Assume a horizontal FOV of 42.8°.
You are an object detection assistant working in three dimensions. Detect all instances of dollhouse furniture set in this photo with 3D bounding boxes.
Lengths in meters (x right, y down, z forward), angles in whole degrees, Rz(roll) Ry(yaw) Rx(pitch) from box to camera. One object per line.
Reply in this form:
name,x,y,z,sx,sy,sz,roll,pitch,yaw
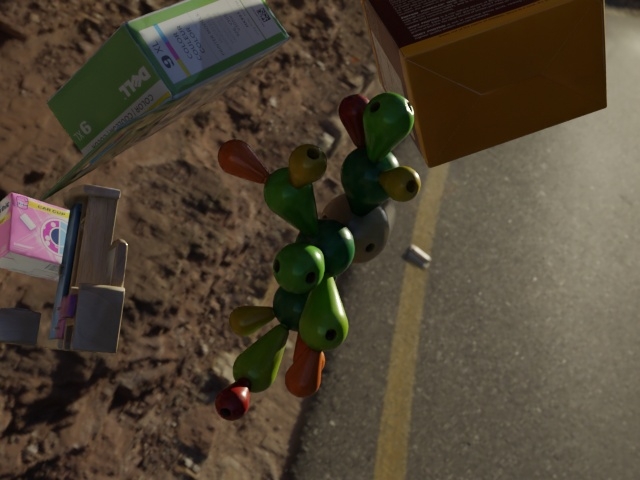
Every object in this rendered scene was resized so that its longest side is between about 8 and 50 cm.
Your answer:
dollhouse furniture set,-0.395,0.016,0.932,0.303,0.286,0.198,9,79,-23

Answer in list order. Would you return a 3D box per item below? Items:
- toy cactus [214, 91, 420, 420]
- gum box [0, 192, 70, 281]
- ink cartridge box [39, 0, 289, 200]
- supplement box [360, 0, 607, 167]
toy cactus,0.000,0.000,0.530,0.112,0.219,0.180,22,19,14
gum box,-0.441,0.005,1.354,0.188,0.062,0.107,21,52,-42
ink cartridge box,-0.123,-0.117,0.592,0.062,0.109,0.209,55,40,-8
supplement box,0.161,-0.205,0.840,0.194,0.191,0.129,-109,180,-50
